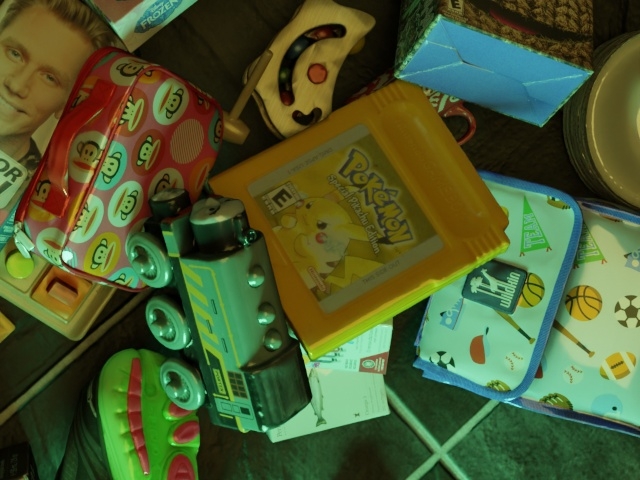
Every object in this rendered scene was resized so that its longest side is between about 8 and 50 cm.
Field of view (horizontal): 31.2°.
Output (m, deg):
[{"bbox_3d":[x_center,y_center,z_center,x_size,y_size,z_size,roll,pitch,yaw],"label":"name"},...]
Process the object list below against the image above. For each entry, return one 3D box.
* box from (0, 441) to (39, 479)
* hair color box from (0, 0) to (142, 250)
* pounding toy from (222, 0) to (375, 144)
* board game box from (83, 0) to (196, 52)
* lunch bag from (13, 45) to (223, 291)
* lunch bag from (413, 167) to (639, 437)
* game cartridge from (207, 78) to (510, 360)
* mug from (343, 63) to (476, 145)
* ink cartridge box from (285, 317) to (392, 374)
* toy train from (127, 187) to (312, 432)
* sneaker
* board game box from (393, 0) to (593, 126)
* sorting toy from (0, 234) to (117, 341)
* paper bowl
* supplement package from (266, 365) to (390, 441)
[{"bbox_3d":[-0.471,0.396,1.542,0.203,0.168,0.167,-15,99,-12],"label":"box"},{"bbox_3d":[-0.408,-0.167,1.516,0.174,0.105,0.347,35,86,-2],"label":"hair color box"},{"bbox_3d":[-0.020,-0.218,1.597,0.154,0.155,0.269,40,86,-10],"label":"pounding toy"},{"bbox_3d":[-0.217,-0.444,1.476,0.318,0.066,0.318,-41,63,-7],"label":"board game box"},{"bbox_3d":[-0.261,-0.089,1.464,0.120,0.258,0.293,24,88,27],"label":"lunch bag"},{"bbox_3d":[0.358,0.093,1.692,0.386,0.239,0.327,17,92,1],"label":"lunch bag"},{"bbox_3d":[0.055,-0.038,1.528,0.324,0.052,0.285,-30,74,-8],"label":"game cartridge"},{"bbox_3d":[0.136,-0.196,1.652,0.169,0.113,0.150,-33,61,-5],"label":"mug"},{"bbox_3d":[0.011,0.096,1.593,0.176,0.128,0.127,5,52,2],"label":"ink cartridge box"},{"bbox_3d":[-0.124,0.092,1.461,0.142,0.190,0.333,-30,115,-43],"label":"toy train"},{"bbox_3d":[-0.260,0.394,1.544,0.185,0.202,0.482,13,69,-34],"label":"sneaker"},{"bbox_3d":[0.244,-0.340,1.588,0.232,0.141,0.291,16,58,-15],"label":"board game box"},{"bbox_3d":[-0.368,0.021,1.591,0.196,0.047,0.347,35,87,-15],"label":"sorting toy"},{"bbox_3d":[0.526,-0.183,1.743,0.284,0.148,0.284,-1,96,-12],"label":"paper bowl"},{"bbox_3d":[-0.004,0.213,1.672,0.179,0.105,0.105,-13,101,-12],"label":"supplement package"}]
